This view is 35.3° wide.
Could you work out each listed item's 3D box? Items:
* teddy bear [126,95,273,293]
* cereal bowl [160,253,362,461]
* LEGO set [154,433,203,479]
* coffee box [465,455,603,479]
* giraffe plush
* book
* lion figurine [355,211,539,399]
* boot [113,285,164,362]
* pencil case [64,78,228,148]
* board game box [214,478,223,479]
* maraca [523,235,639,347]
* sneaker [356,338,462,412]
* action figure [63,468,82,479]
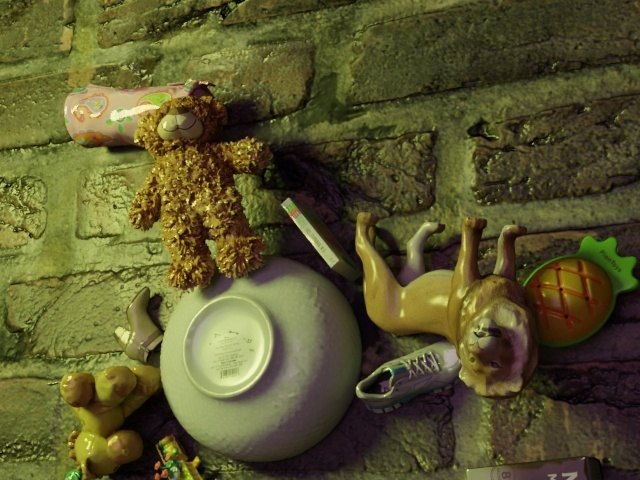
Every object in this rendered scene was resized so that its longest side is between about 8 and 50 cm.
[{"bbox_3d":[-0.198,-0.083,1.597,0.245,0.113,0.338,-3,77,22],"label":"teddy bear"},{"bbox_3d":[-0.113,0.176,1.586,0.339,0.141,0.339,-7,71,22],"label":"cereal bowl"},{"bbox_3d":[-0.232,0.421,1.544,0.132,0.107,0.287,-29,54,37],"label":"LEGO set"},{"bbox_3d":[0.302,0.443,1.330,0.168,0.119,0.297,-11,71,22],"label":"coffee box"},{"bbox_3d":[-0.355,0.304,1.650,0.210,0.181,0.171,-15,77,29],"label":"giraffe plush"},{"bbox_3d":[0.000,0.000,1.610,0.035,0.096,0.144,-42,63,7],"label":"book"},{"bbox_3d":[0.171,0.087,1.465,0.392,0.142,0.240,4,85,58],"label":"lion figurine"},{"bbox_3d":[-0.301,0.150,1.737,0.087,0.042,0.118,31,90,22],"label":"boot"},{"bbox_3d":[-0.316,-0.225,1.803,0.284,0.124,0.124,1,75,25],"label":"pencil case"},{"bbox_3d":[-0.110,0.466,1.549,0.141,0.048,0.170,5,77,27],"label":"board game box"},{"bbox_3d":[0.363,0.072,1.426,0.185,0.099,0.127,-41,63,1],"label":"maraca"},{"bbox_3d":[0.138,0.199,1.498,0.190,0.083,0.071,-31,63,11],"label":"sneaker"},{"bbox_3d":[-0.438,0.493,1.662,0.063,0.137,0.232,2,67,38],"label":"action figure"}]
